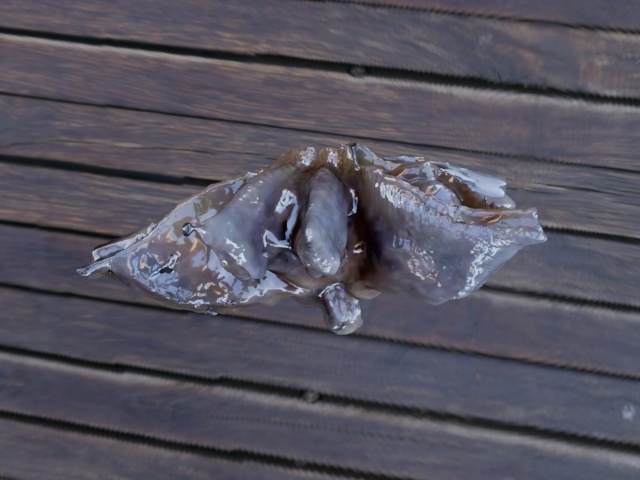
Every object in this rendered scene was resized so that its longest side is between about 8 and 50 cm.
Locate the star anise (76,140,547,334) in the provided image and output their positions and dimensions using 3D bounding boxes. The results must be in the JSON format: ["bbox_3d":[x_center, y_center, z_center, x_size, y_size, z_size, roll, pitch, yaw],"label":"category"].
[{"bbox_3d":[0.011,-0.001,0.341,0.129,0.124,0.056,-7,87,44],"label":"star anise"}]
